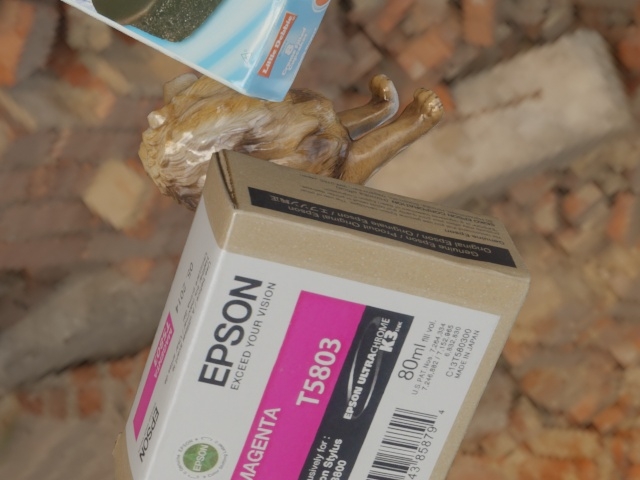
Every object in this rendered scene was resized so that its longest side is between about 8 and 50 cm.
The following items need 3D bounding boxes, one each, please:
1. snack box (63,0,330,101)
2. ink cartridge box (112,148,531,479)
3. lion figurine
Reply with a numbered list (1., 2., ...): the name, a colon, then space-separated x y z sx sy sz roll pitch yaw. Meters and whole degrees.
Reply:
1. snack box: -0.040 -0.261 0.995 0.322 0.187 0.060 -65 159 8
2. ink cartridge box: -0.004 0.082 1.103 0.193 0.088 0.234 12 116 -17
3. lion figurine: 0.000 0.000 1.546 0.240 0.142 0.392 -33 124 -20
